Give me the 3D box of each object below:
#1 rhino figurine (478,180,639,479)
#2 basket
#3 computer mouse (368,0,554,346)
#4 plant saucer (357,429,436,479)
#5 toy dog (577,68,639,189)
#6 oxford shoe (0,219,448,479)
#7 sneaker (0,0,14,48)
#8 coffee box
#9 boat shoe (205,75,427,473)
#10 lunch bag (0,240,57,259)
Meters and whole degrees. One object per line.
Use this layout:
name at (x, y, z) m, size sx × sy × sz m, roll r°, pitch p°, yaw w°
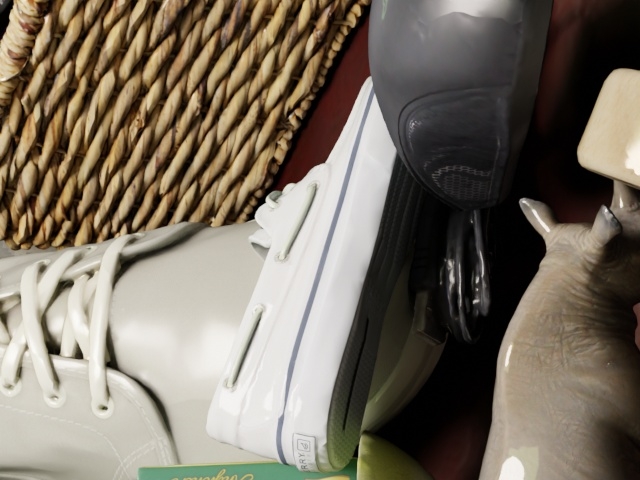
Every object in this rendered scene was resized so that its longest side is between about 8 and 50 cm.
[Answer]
rhino figurine at (0.116, 0.071, 0.622) m, size 0.073 × 0.106 × 0.243 m, roll 12°, pitch 94°, yaw 60°
basket at (-0.134, -0.152, 0.998) m, size 0.299 × 0.223 × 0.213 m, roll -60°, pitch 36°, yaw 34°
computer mouse at (0.058, -0.074, 0.647) m, size 0.272 × 0.072 × 0.188 m, roll 83°, pitch -162°, yaw -71°
plant saucer at (0.045, 0.207, 0.676) m, size 0.241 × 0.037 × 0.240 m, roll -5°, pitch -90°, yaw -85°
toy dog at (0.236, -0.045, 0.446) m, size 0.333 × 0.161 × 0.220 m, roll 49°, pitch 118°, yaw 37°
oxford shoe at (-0.135, 0.066, 0.852) m, size 0.449 × 0.130 × 0.169 m, roll -10°, pitch 59°, yaw 30°
sneaker at (-0.189, -0.237, 0.919) m, size 0.146 × 0.102 × 0.293 m, roll -146°, pitch 76°, yaw -87°
coffee box at (-0.033, 0.157, 0.779) m, size 0.184 × 0.113 × 0.040 m, roll 86°, pitch -179°, yaw -68°
boat shoe at (0.000, 0.000, 0.723) m, size 0.083 × 0.076 × 0.226 m, roll 69°, pitch -146°, yaw -57°
lunch bag at (-0.284, 0.046, 1.132) m, size 0.256 × 0.305 × 0.212 m, roll 172°, pitch 106°, yaw -65°
